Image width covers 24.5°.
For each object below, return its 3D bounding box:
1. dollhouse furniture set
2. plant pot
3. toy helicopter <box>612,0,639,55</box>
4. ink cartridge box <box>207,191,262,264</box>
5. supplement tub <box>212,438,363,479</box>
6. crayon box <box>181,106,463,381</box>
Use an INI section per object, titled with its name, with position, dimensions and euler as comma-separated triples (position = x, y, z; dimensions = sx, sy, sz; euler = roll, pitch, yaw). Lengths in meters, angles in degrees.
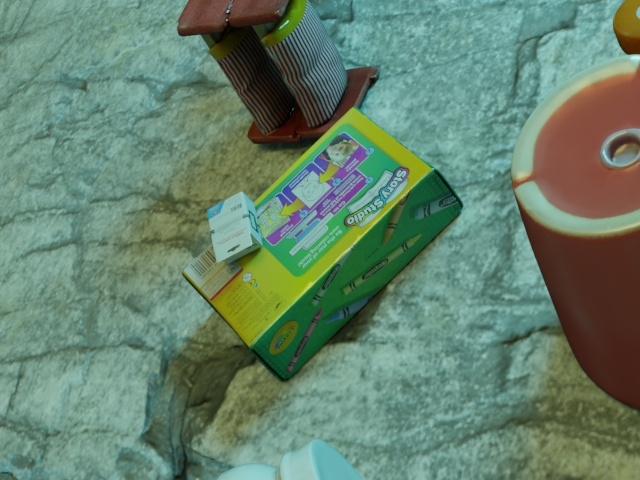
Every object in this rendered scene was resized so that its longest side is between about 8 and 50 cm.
[dollhouse furniture set]
position = -0.011, -0.321, 1.814
dimensions = 0.152, 0.201, 0.374
euler = -4, 49, 33
[plant pot]
position = 0.305, -0.018, 1.319
dimensions = 0.275, 0.243, 0.275
euler = -18, 49, 22
[toy helicopter]
position = 0.478, -0.231, 1.452
dimensions = 0.355, 0.140, 0.235
euler = -43, 39, -16
[ink cartridge box]
position = -0.093, -0.008, 1.616
dimensions = 0.048, 0.028, 0.083
euler = -28, 45, 15
[supplement tub]
position = -0.086, 0.345, 1.306
dimensions = 0.325, 0.235, 0.235
euler = -34, 44, 8
[crayon box]
position = 0.000, 0.000, 1.627
dimensions = 0.278, 0.081, 0.165
euler = -44, 44, -3
